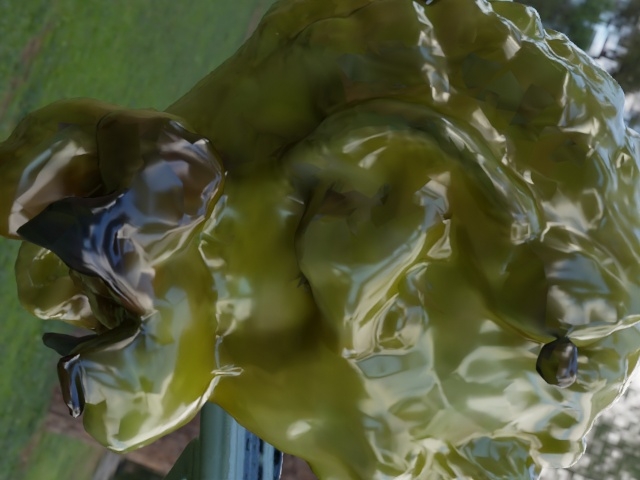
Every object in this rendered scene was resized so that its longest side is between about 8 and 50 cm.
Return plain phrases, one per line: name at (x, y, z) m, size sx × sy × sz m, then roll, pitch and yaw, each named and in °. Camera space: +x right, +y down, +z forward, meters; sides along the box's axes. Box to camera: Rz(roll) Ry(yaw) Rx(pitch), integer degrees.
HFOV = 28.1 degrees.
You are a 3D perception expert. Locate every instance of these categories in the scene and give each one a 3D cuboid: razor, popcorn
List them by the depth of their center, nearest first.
popcorn at (0.005, 0.009, 0.402) m, size 0.168 × 0.195 × 0.173 m, roll 66°, pitch -9°, yaw -12°
razor at (-0.052, 0.134, 0.594) m, size 0.278 × 0.056 × 0.111 m, roll 109°, pitch -17°, yaw -76°
